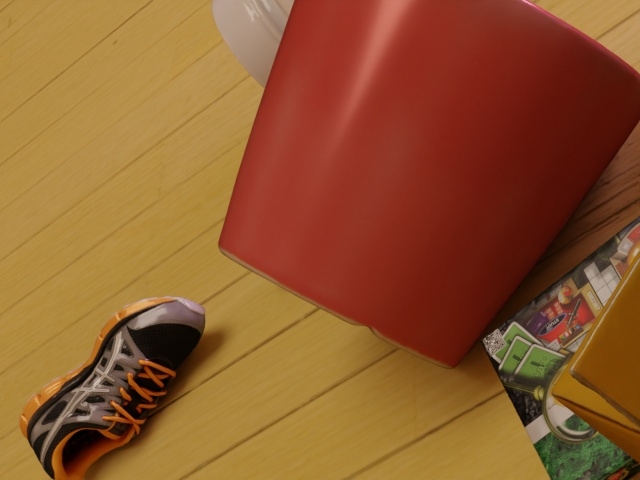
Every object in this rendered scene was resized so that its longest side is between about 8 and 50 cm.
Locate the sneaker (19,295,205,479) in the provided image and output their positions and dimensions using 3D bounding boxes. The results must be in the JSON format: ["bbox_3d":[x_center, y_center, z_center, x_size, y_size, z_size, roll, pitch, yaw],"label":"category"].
[{"bbox_3d":[-0.175,0.133,1.561,0.215,0.084,0.083,-45,44,19],"label":"sneaker"}]

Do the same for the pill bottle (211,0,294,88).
[{"bbox_3d":[0.047,-0.257,1.580,0.283,0.161,0.161,-39,32,21],"label":"pill bottle"}]

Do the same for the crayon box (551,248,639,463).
[{"bbox_3d":[0.246,0.049,0.819,0.202,0.318,0.081,-56,30,-7],"label":"crayon box"}]

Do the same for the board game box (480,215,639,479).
[{"bbox_3d":[0.226,0.042,1.096,0.260,0.030,0.136,-41,55,21],"label":"board game box"}]

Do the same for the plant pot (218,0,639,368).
[{"bbox_3d":[0.065,-0.057,1.271,0.275,0.275,0.243,27,91,60],"label":"plant pot"}]
